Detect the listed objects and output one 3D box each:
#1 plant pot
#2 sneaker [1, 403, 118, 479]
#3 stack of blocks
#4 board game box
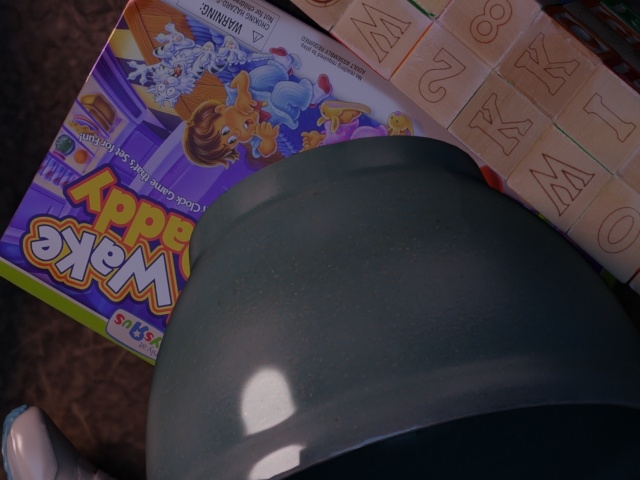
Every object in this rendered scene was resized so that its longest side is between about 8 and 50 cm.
[{"bbox_3d":[0.032,0.066,1.090,0.293,0.293,0.196,-21,64,9],"label":"plant pot"},{"bbox_3d":[-0.125,0.197,1.284,0.092,0.087,0.229,-33,95,2],"label":"sneaker"},{"bbox_3d":[0.136,-0.089,1.120,0.297,0.171,0.087,42,111,10],"label":"stack of blocks"},{"bbox_3d":[0.000,0.000,1.251,0.347,0.078,0.233,29,97,6],"label":"board game box"}]
